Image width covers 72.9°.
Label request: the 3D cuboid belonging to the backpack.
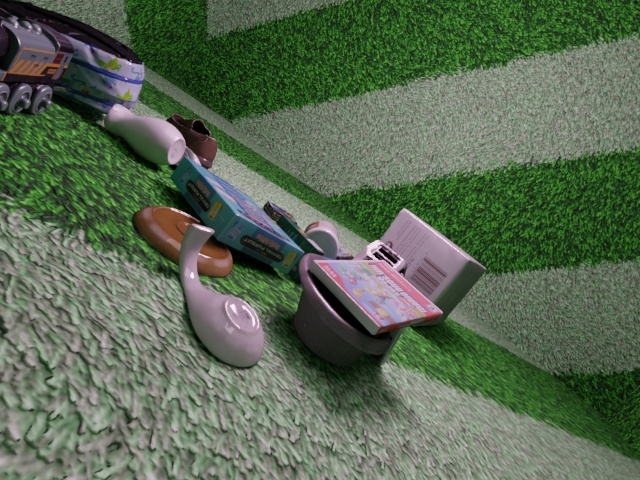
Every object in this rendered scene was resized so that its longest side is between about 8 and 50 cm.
[{"bbox_3d":[-0.694,-0.514,1.246,0.355,0.274,0.290,4,18,-16],"label":"backpack"}]

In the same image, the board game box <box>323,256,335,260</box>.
[{"bbox_3d":[0.058,0.116,1.301,0.160,0.047,0.210,44,12,31],"label":"board game box"}]

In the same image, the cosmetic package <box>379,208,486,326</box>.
[{"bbox_3d":[0.419,0.126,1.777,0.327,0.330,0.393,42,12,29],"label":"cosmetic package"}]

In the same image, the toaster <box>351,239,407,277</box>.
[{"bbox_3d":[0.199,0.107,1.568,0.185,0.168,0.110,42,-32,22],"label":"toaster"}]

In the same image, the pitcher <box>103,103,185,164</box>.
[{"bbox_3d":[-0.499,-0.298,1.280,0.207,0.126,0.178,27,-6,8],"label":"pitcher"}]

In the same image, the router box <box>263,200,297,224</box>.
[{"bbox_3d":[-0.155,-0.096,1.672,0.122,0.038,0.092,30,14,-32],"label":"router box"}]

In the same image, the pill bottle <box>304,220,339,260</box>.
[{"bbox_3d":[0.000,0.000,1.519,0.131,0.131,0.229,36,11,-6],"label":"pill bottle"}]

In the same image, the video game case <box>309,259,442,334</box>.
[{"bbox_3d":[0.130,0.113,0.955,0.285,0.025,0.204,3,34,-50],"label":"video game case"}]

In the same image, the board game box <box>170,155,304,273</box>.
[{"bbox_3d":[-0.227,-0.069,1.155,0.253,0.079,0.336,32,8,-48],"label":"board game box"}]

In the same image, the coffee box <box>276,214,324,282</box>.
[{"bbox_3d":[-0.080,0.021,1.242,0.184,0.113,0.040,43,14,34],"label":"coffee box"}]

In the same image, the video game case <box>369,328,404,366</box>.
[{"bbox_3d":[0.120,0.182,1.063,0.022,0.173,0.190,-10,43,-41],"label":"video game case"}]

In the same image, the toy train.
[{"bbox_3d":[-0.646,-0.369,0.897,0.142,0.190,0.334,33,12,-15],"label":"toy train"}]

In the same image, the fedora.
[{"bbox_3d":[0.025,0.166,0.941,0.243,0.124,0.275,26,21,-39],"label":"fedora"}]

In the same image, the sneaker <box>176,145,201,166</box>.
[{"bbox_3d":[-0.481,-0.295,1.420,0.235,0.090,0.095,44,0,18],"label":"sneaker"}]

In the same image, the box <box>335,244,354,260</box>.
[{"bbox_3d":[0.057,0.047,1.745,0.114,0.036,0.207,40,12,16],"label":"box"}]

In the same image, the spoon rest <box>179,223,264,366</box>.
[{"bbox_3d":[-0.182,0.100,0.752,0.137,0.084,0.277,20,34,-53],"label":"spoon rest"}]

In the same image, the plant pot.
[{"bbox_3d":[-0.285,-0.007,0.939,0.236,0.032,0.236,36,11,-8],"label":"plant pot"}]

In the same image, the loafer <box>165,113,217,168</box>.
[{"bbox_3d":[-0.489,-0.412,1.698,0.366,0.130,0.133,45,14,36],"label":"loafer"}]
